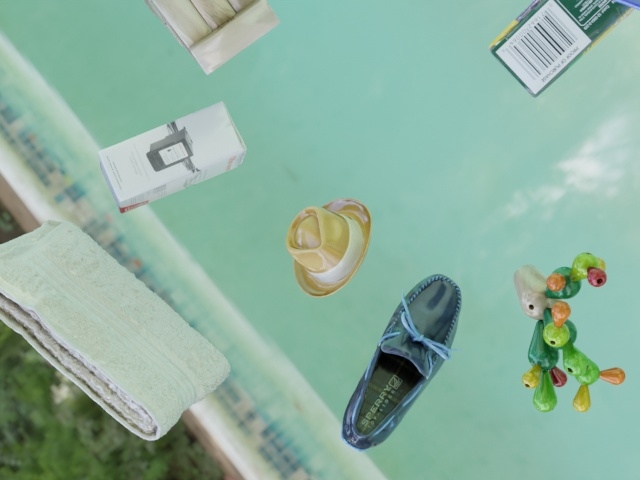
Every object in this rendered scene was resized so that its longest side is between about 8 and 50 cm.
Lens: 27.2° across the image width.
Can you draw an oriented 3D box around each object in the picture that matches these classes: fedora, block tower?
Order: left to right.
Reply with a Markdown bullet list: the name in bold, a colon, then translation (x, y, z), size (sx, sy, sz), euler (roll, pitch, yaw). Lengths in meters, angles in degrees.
- **block tower**: translation (-0.141, -0.270, 1.389), size (0.097, 0.091, 0.335), euler (53, 179, -27)
- **fedora**: translation (0.000, 0.000, 2.208), size (0.079, 0.194, 0.194), euler (29, -177, -36)

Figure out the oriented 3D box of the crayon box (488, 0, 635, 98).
- **crayon box**: translation (0.423, -0.375, 1.887), size (0.106, 0.363, 0.313), euler (47, -159, 3)

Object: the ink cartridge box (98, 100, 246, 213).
- **ink cartridge box**: translation (-0.166, -0.091, 1.478), size (0.109, 0.150, 0.063), euler (138, 108, -80)

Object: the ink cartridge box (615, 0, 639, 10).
- **ink cartridge box**: translation (0.330, -0.337, 1.022), size (0.270, 0.396, 0.151), euler (26, 176, 17)

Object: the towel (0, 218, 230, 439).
- **towel**: translation (-0.239, 0.089, 1.464), size (0.282, 0.049, 0.187), euler (39, -153, 7)

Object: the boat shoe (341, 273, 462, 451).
- **boat shoe**: translation (0.118, 0.161, 1.724), size (0.109, 0.258, 0.089), euler (24, 168, 2)

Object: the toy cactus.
- **toy cactus**: translation (0.279, 0.087, 1.533), size (0.180, 0.112, 0.219), euler (-113, 17, -53)
